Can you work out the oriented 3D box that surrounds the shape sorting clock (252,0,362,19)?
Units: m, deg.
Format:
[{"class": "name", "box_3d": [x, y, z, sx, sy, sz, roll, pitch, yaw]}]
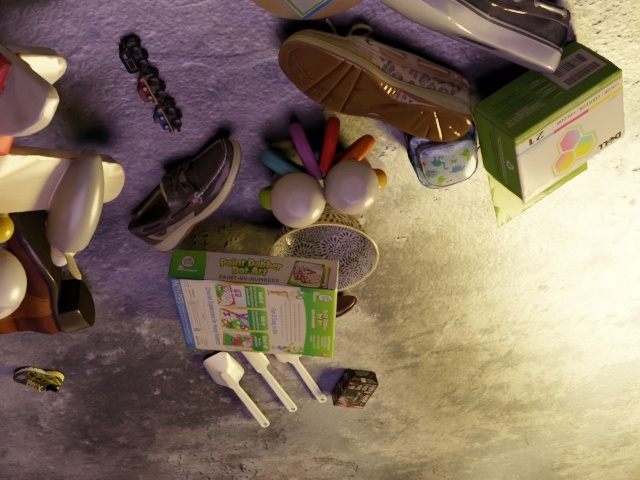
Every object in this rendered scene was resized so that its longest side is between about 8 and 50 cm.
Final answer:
[{"class": "shape sorting clock", "box_3d": [-0.003, -0.349, 1.196, 0.206, 0.040, 0.206, -13, 148, -8]}]

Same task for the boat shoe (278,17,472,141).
[{"class": "boat shoe", "box_3d": [0.075, -0.218, 1.328, 0.285, 0.089, 0.104, 21, 150, -25]}]

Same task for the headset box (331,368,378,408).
[{"class": "headset box", "box_3d": [0.062, 0.280, 1.858, 0.062, 0.032, 0.083, 10, 132, -22]}]

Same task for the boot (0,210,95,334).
[{"class": "boot", "box_3d": [-0.510, 0.061, 1.480, 0.280, 0.096, 0.264, -9, 144, 6]}]

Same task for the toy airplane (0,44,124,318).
[{"class": "toy airplane", "box_3d": [-0.401, -0.043, 1.128, 0.386, 0.272, 0.384, -28, 165, -15]}]

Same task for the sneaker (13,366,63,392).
[{"class": "sneaker", "box_3d": [-0.474, 0.236, 1.678, 0.083, 0.035, 0.031, 6, 132, -19]}]

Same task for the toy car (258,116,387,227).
[{"class": "toy car", "box_3d": [-0.004, -0.102, 1.394, 0.181, 0.159, 0.136, -14, 102, 0]}]

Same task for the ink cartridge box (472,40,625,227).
[{"class": "ink cartridge box", "box_3d": [0.336, -0.125, 1.429, 0.188, 0.097, 0.255, -33, 137, -11]}]

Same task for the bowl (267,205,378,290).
[{"class": "bowl", "box_3d": [0.000, 0.000, 1.518, 0.170, 0.080, 0.170, -4, 141, -3]}]

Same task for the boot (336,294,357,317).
[{"class": "boot", "box_3d": [-0.003, 0.083, 1.644, 0.106, 0.037, 0.114, -20, 131, 4]}]

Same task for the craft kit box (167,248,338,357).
[{"class": "craft kit box", "box_3d": [-0.097, 0.103, 1.544, 0.246, 0.061, 0.250, 7, 150, 3]}]

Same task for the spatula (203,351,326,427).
[{"class": "spatula", "box_3d": [-0.093, 0.253, 1.807, 0.168, 0.019, 0.242, -25, 136, 4]}]

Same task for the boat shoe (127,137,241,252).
[{"class": "boat shoe", "box_3d": [-0.195, -0.065, 1.410, 0.073, 0.080, 0.223, 18, 133, -35]}]

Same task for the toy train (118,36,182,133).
[{"class": "toy train", "box_3d": [-0.222, -0.198, 1.306, 0.036, 0.027, 0.158, -17, 136, 9]}]

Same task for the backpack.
[{"class": "backpack", "box_3d": [0.178, -0.126, 1.438, 0.105, 0.084, 0.114, -15, 139, 5]}]

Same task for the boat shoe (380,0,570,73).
[{"class": "boat shoe", "box_3d": [0.194, -0.305, 1.252, 0.301, 0.108, 0.102, 17, 95, -25]}]
